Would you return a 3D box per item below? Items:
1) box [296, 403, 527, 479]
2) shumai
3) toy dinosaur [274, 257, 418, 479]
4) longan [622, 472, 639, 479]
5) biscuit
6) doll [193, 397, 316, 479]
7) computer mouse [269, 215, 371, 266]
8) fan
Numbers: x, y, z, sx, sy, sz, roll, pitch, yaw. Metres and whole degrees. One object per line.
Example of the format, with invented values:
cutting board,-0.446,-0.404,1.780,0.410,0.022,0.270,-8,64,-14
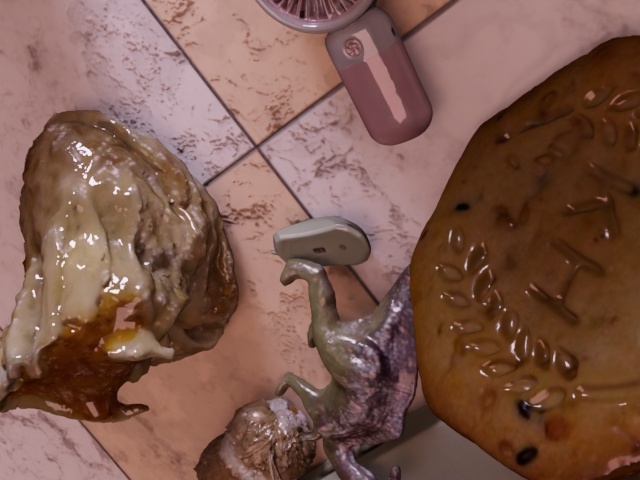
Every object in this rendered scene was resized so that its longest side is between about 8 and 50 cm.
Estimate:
box,0.173,0.355,1.012,0.367,0.090,0.373,49,126,-5
shumai,-0.251,0.043,0.933,0.267,0.262,0.314,-5,113,26
toy dinosaur,0.031,0.142,0.935,0.162,0.077,0.294,20,118,35
longan,0.360,0.242,0.697,0.391,0.391,0.391,11,121,19
biscuit,0.199,0.005,0.678,0.046,0.359,0.359,28,135,-37
doll,-0.089,0.267,1.080,0.105,0.115,0.221,34,133,-8
computer mouse,0.000,0.000,0.926,0.110,0.032,0.056,-7,130,27
fan,0.024,-0.193,0.784,0.130,0.074,0.244,-19,108,31
